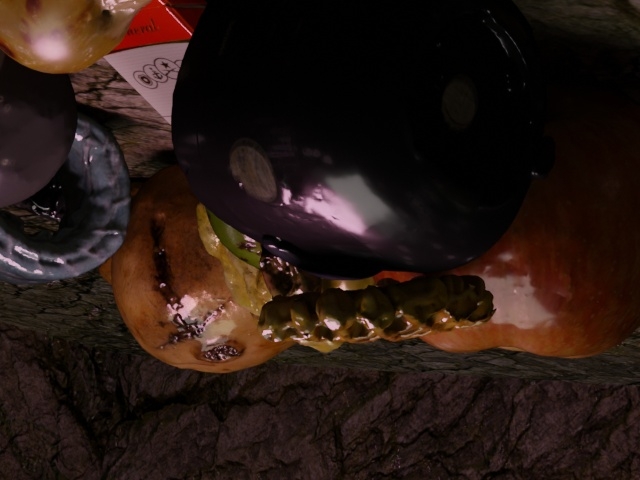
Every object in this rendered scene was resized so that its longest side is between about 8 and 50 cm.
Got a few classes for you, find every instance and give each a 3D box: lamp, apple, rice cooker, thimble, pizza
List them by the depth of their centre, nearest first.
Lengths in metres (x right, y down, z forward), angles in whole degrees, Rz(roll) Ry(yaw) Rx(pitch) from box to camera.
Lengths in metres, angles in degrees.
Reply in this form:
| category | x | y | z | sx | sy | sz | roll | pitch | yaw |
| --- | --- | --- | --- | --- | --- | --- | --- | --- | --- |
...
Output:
| category | x | y | z | sx | sy | sz | roll | pitch | yaw |
| --- | --- | --- | --- | --- | --- | --- | --- | --- | --- |
| rice cooker | 0.040 | -0.099 | 1.482 | 0.224 | 0.267 | 0.267 | -2 | 166 | 43 |
| pizza | -0.202 | -0.185 | 1.565 | 0.204 | 0.080 | 0.188 | 10 | 156 | 15 |
| apple | 0.182 | -0.005 | 1.727 | 0.309 | 0.250 | 0.277 | -19 | -156 | -31 |
| lamp | -0.345 | -0.164 | 1.802 | 0.182 | 0.182 | 0.314 | 3 | 139 | 30 |
| thimble | -0.331 | -0.061 | 2.167 | 0.235 | 0.198 | 0.143 | 47 | 158 | -16 |

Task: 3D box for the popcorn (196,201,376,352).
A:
| category | x | y | z | sx | sy | sz | roll | pitch | yaw |
| --- | --- | --- | --- | --- | --- | --- | --- | --- | --- |
| popcorn | 0.000 | 0.000 | 2.100 | 0.242 | 0.235 | 0.250 | -19 | -170 | -6 |

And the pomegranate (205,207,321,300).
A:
| category | x | y | z | sx | sy | sz | roll | pitch | yaw |
| --- | --- | --- | --- | --- | --- | --- | --- | --- | --- |
| pomegranate | -0.018 | -0.039 | 1.879 | 0.211 | 0.263 | 0.211 | 7 | 138 | 6 |

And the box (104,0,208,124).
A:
| category | x | y | z | sx | sy | sz | roll | pitch | yaw |
| --- | --- | --- | --- | --- | --- | --- | --- | --- | --- |
| box | -0.110 | -0.145 | 1.699 | 0.139 | 0.035 | 0.245 | -3 | 141 | 46 |

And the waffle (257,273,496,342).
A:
| category | x | y | z | sx | sy | sz | roll | pitch | yaw |
| --- | --- | --- | --- | --- | --- | --- | --- | --- | --- |
| waffle | 0.047 | 0.055 | 1.523 | 0.194 | 0.051 | 0.149 | -7 | 178 | -41 |

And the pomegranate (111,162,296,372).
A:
| category | x | y | z | sx | sy | sz | roll | pitch | yaw |
| --- | --- | --- | --- | --- | --- | --- | --- | --- | --- |
| pomegranate | -0.120 | 0.034 | 2.326 | 0.260 | 0.260 | 0.260 | 8 | 170 | 2 |

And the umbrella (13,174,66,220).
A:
| category | x | y | z | sx | sy | sz | roll | pitch | yaw |
| --- | --- | --- | --- | --- | --- | --- | --- | --- | --- |
| umbrella | -0.416 | -0.099 | 2.273 | 0.272 | 0.110 | 0.122 | 13 | -156 | -15 |

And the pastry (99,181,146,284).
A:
| category | x | y | z | sx | sy | sz | roll | pitch | yaw |
| --- | --- | --- | --- | --- | --- | --- | --- | --- | --- |
| pastry | -0.186 | -0.008 | 2.556 | 0.240 | 0.132 | 0.235 | 4 | 162 | -10 |
